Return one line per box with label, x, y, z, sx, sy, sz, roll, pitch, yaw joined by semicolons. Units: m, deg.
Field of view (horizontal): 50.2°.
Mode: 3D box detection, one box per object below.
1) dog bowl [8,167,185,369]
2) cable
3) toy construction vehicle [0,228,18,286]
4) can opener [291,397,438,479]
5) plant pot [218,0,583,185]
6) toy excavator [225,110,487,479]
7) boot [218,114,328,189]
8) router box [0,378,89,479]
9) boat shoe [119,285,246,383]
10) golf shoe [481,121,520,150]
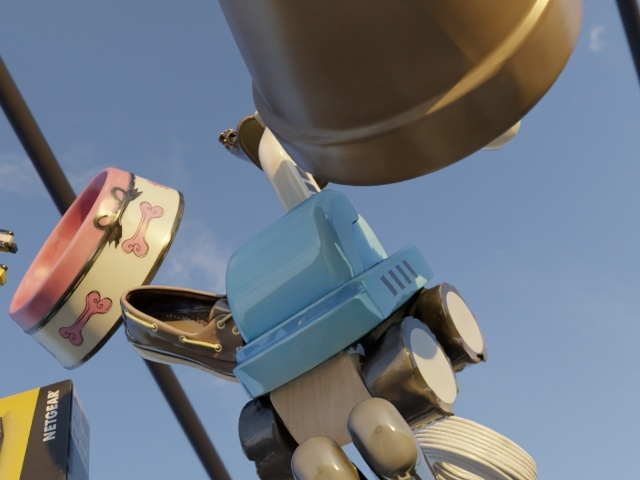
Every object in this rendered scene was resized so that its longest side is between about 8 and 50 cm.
dog bowl;-0.444;0.036;1.331;0.150;0.408;0.408;36;-79;-24
cable;0.289;0.424;1.315;0.257;0.089;0.257;25;-28;5
toy construction vehicle;-0.443;0.025;0.894;0.098;0.086;0.035;6;-45;5
can opener;0.037;0.164;0.487;0.076;0.095;0.283;-33;-33;-5
plant pot;0.028;-0.254;0.587;0.323;0.323;0.280;-40;-46;3
toy excavator;0.000;0.000;0.851;0.222;0.433;0.445;-32;-93;25
boot;-0.123;-0.176;1.320;0.263;0.229;0.091;30;-95;-48
router box;-0.357;0.284;0.664;0.242;0.309;0.081;-15;-63;-12
boat shoe;-0.148;0.129;1.005;0.324;0.117;0.097;6;-49;21
golf shoe;0.124;-0.189;0.691;0.306;0.140;0.115;38;-95;-31
